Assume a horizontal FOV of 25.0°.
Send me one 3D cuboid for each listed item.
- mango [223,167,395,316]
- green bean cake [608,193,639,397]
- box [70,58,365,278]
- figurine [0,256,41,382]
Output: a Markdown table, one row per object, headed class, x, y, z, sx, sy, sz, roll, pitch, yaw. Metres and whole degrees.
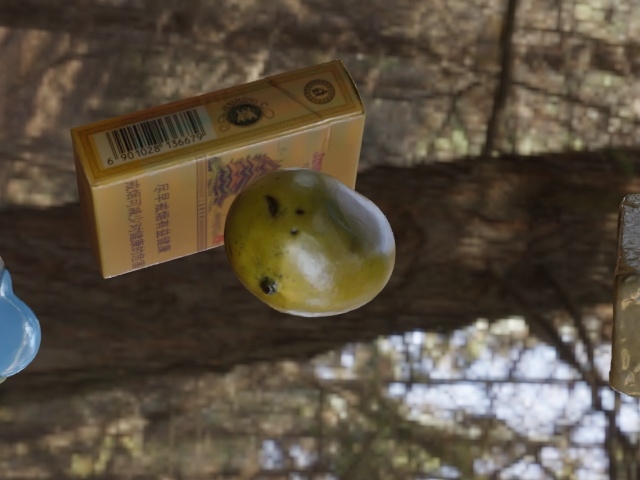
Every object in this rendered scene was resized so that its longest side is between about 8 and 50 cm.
| class | x | y | z | sx | sy | sz | roll | pitch | yaw |
| --- | --- | --- | --- | --- | --- | --- | --- | --- | --- |
| mango | 0.000 | 0.000 | 0.955 | 0.076 | 0.161 | 0.103 | -41 | -106 | 24 |
| green bean cake | 0.270 | 0.041 | 1.124 | 0.179 | 0.085 | 0.109 | -58 | 147 | -65 |
| box | -0.099 | -0.068 | 1.422 | 0.174 | 0.274 | 0.076 | 98 | -28 | -60 |
| figurine | -0.373 | 0.045 | 1.316 | 0.262 | 0.180 | 0.154 | 69 | -19 | -3 |
